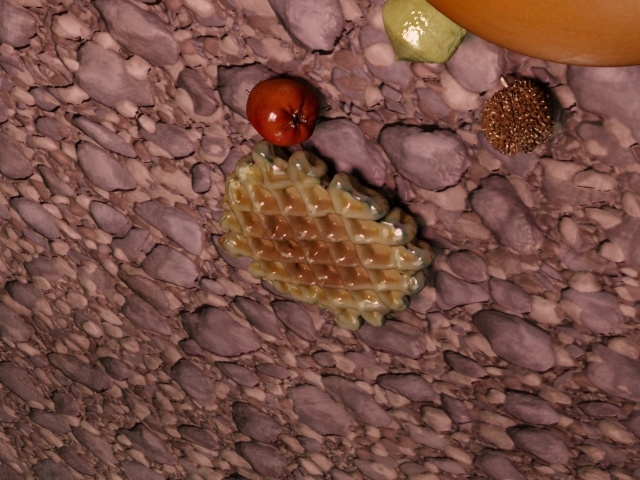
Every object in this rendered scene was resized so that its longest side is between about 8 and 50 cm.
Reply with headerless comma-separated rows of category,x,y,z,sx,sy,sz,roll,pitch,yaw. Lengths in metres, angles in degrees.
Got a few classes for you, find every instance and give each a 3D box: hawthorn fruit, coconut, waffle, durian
hawthorn fruit,-0.050,-0.156,1.410,0.093,0.081,0.081,36,158,49
coconut,0.105,-0.219,1.209,0.088,0.088,0.096,37,115,-9
waffle,0.000,0.000,1.570,0.291,0.056,0.309,30,145,0
durian,0.204,-0.132,1.257,0.080,0.080,0.091,-15,108,45

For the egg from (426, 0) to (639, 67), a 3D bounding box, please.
egg,0.197,-0.276,0.903,0.351,0.283,0.283,19,144,-2
